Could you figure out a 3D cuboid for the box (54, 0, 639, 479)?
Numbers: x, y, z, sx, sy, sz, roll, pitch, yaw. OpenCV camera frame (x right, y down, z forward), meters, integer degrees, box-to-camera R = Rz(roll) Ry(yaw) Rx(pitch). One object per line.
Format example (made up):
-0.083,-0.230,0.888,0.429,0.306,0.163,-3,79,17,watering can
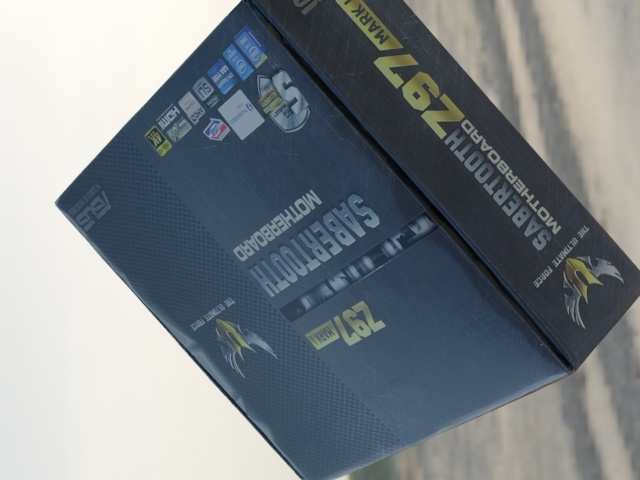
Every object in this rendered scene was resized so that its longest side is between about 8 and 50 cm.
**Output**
0.000,0.000,0.726,0.059,0.183,0.233,-45,6,-31,box
